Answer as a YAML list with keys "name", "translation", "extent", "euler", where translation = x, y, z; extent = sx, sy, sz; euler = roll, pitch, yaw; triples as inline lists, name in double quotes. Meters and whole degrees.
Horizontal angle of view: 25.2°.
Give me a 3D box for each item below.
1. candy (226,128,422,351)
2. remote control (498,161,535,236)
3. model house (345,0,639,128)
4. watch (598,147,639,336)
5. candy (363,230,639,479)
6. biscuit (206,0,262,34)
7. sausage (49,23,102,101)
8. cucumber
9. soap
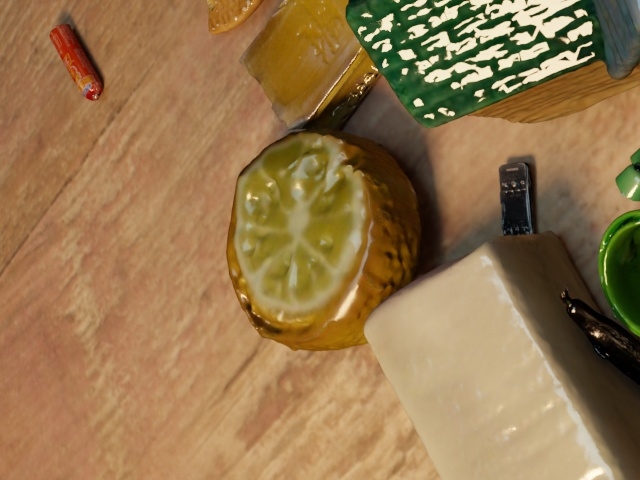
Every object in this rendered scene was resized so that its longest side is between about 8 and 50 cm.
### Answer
- name: "candy"
  translation: [0.000, 0.000, 1.611]
  extent: [0.260, 0.118, 0.260]
  euler: [-7, 81, 47]
- name: "remote control"
  translation: [0.209, -0.034, 1.514]
  extent: [0.039, 0.014, 0.096]
  euler: [-4, 88, 39]
- name: "model house"
  translation: [0.230, -0.285, 1.287]
  extent: [0.382, 0.342, 0.335]
  euler: [-25, 75, 38]
- name: "watch"
  translation: [0.333, 0.006, 1.357]
  extent: [0.165, 0.131, 0.152]
  euler: [50, 138, 24]
- name: "candy"
  translation: [0.207, 0.178, 1.429]
  extent: [0.208, 0.145, 0.359]
  euler: [-40, 66, 33]
- name: "biscuit"
  translation: [-0.102, -0.377, 1.769]
  extent: [0.144, 0.033, 0.224]
  euler: [-16, 80, 37]
- name: "sausage"
  translation: [-0.332, -0.240, 1.963]
  extent: [0.034, 0.034, 0.129]
  euler: [-46, 62, 31]
- name: "cucumber"
  translation: [0.285, 0.101, 1.376]
  extent: [0.039, 0.163, 0.043]
  euler: [-56, 9, -18]
- name: "soap"
  translation: [0.018, -0.240, 1.639]
  extent: [0.233, 0.076, 0.135]
  euler: [-52, 58, 29]
